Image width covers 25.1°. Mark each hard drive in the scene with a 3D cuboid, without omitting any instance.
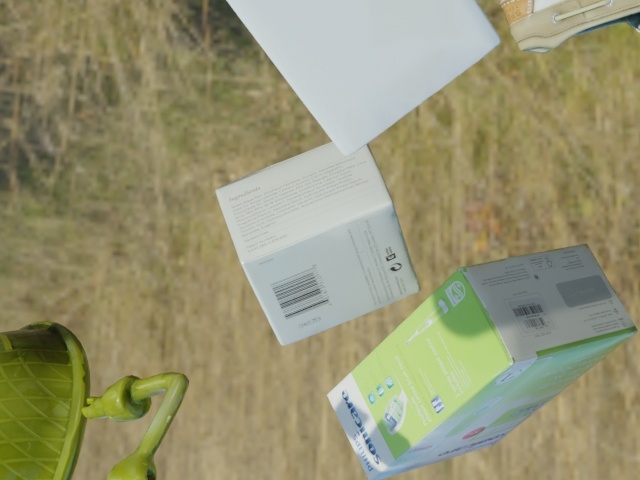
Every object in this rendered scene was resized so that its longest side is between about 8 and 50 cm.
[{"bbox_3d":[0.019,-0.257,1.420,0.203,0.040,0.307,-37,119,3],"label":"hard drive"}]

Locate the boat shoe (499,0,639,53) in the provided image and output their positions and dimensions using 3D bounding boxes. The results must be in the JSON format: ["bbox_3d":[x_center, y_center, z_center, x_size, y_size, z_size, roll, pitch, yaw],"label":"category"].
[{"bbox_3d":[0.312,-0.233,1.321,0.302,0.103,0.113,-7,177,-1],"label":"boat shoe"}]

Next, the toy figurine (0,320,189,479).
[{"bbox_3d":[-0.227,0.179,0.579,0.217,0.363,0.191,24,167,-32],"label":"toy figurine"}]

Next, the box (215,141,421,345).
[{"bbox_3d":[0.000,0.000,1.629,0.181,0.119,0.181,-22,143,0],"label":"box"}]

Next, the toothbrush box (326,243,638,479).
[{"bbox_3d":[0.174,0.137,1.594,0.206,0.122,0.283,-8,154,-40],"label":"toothbrush box"}]
